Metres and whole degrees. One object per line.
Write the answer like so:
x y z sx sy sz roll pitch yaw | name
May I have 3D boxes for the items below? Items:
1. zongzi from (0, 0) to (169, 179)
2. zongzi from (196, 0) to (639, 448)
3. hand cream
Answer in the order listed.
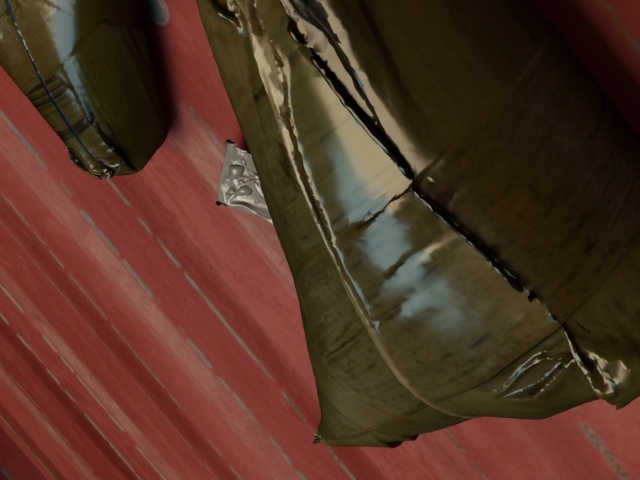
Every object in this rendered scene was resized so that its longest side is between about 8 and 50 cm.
-0.190 -0.195 0.847 0.289 0.123 0.260 -14 118 45 | zongzi
-0.022 -0.043 0.696 0.500 0.218 0.467 49 134 -8 | zongzi
0.002 -0.002 0.891 0.257 0.050 0.084 37 139 17 | hand cream
